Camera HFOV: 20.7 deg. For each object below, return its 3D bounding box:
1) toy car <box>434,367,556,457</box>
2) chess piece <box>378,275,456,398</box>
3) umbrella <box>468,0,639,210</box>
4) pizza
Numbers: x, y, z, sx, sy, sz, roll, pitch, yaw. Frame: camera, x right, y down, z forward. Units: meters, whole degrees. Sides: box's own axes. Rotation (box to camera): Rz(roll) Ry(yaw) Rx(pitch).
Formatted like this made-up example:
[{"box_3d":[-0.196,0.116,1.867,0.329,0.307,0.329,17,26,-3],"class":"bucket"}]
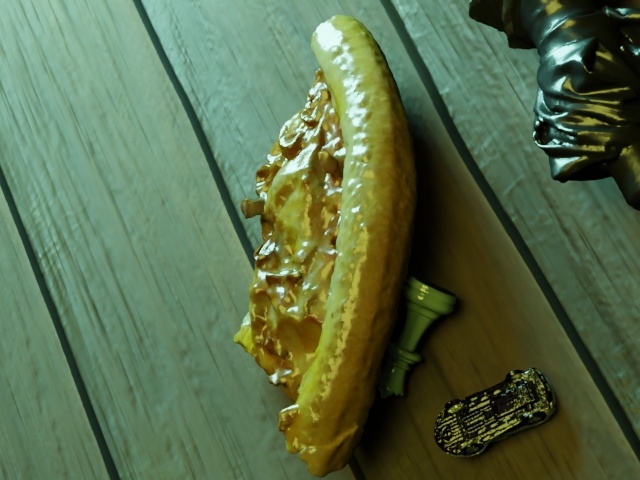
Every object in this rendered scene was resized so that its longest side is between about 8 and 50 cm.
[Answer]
[{"box_3d":[0.124,0.125,1.252,0.093,0.025,0.041,-28,58,21],"class":"toy car"},{"box_3d":[0.065,0.075,1.304,0.042,0.042,0.093,30,99,38],"class":"chess piece"},{"box_3d":[0.186,-0.140,1.253,0.122,0.110,0.272,-18,59,-9],"class":"umbrella"},{"box_3d":[0.000,0.000,1.337,0.182,0.074,0.365,-8,69,48],"class":"pizza"}]
